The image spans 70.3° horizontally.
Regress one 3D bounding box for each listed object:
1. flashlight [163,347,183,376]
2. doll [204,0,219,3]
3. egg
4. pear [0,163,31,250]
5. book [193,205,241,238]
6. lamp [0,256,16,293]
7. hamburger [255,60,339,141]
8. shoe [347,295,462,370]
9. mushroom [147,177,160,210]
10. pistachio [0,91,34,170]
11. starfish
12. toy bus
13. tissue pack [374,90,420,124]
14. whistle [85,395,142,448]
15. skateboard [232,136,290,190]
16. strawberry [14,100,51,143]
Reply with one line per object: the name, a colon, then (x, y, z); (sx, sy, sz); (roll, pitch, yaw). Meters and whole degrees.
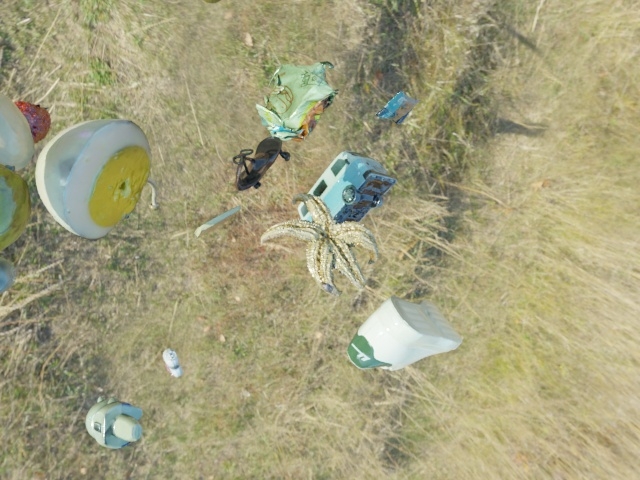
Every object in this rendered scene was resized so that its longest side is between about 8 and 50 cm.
flashlight: (-0.508, 0.415, 1.552); (0.047, 0.093, 0.200); (-27, 165, -23)
doll: (-0.416, -0.871, 1.520); (0.209, 0.137, 0.097); (9, 89, -33)
egg: (-0.623, -0.183, 1.205); (0.201, 0.337, 0.337); (21, 111, 9)
pear: (-0.406, -0.036, 0.545); (0.131, 0.107, 0.107); (-51, 127, -7)
book: (-0.371, -0.064, 1.622); (0.160, 0.228, 0.024); (-32, 95, -20)
lamp: (-0.881, 0.096, 1.227); (0.105, 0.105, 0.105); (-12, 121, -20)
hamburger: (-0.083, -0.437, 1.368); (0.260, 0.276, 0.150); (-37, 130, 27)
shoe: (0.184, 0.216, 0.983); (0.160, 0.132, 0.363); (-44, 150, 16)
mushroom: (-0.649, -0.195, 1.706); (0.306, 0.043, 0.068); (101, 14, -68)
pistachio: (-0.672, -0.220, 0.929); (0.200, 0.117, 0.145); (103, 13, -56)
starfish: (0.000, -0.002, 0.884); (0.216, 0.238, 0.071); (-9, 149, -19)
toy bus: (0.063, -0.126, 1.267); (0.133, 0.165, 0.271); (4, 136, -46)
tissue pack: (0.195, -0.321, 1.119); (0.085, 0.028, 0.138); (-41, 167, 29)
whistle: (-0.464, 0.414, 1.033); (0.092, 0.244, 0.110); (8, 76, -45)
skateboard: (-0.129, -0.164, 0.929); (0.151, 0.067, 0.080); (-56, 150, -34)
strawberry: (-0.939, -0.380, 1.462); (0.131, 0.148, 0.131); (-14, 126, -19)
